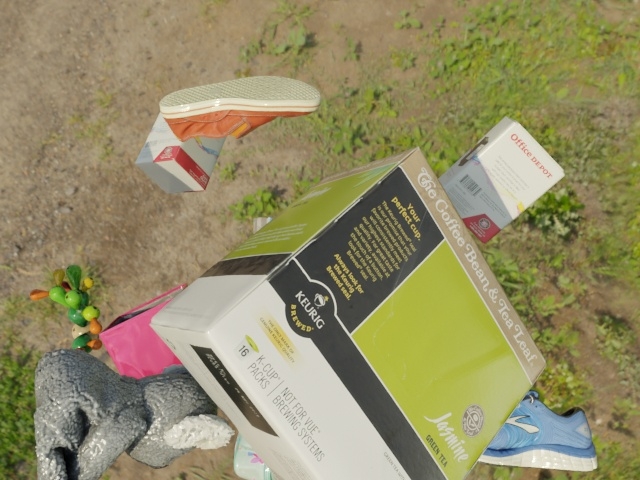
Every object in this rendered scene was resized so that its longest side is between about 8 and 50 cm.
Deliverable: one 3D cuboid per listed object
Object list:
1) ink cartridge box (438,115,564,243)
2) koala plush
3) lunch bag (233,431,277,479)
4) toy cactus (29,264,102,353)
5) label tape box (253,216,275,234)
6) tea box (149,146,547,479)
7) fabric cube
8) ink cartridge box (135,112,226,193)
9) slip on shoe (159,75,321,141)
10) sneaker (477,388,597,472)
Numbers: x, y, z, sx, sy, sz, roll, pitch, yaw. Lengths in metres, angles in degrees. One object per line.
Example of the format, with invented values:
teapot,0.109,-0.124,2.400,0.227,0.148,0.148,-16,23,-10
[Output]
ink cartridge box,0.297,-0.102,0.998,0.127,0.072,0.175,43,108,-10
koala plush,-0.229,0.224,0.733,0.221,0.203,0.196,-3,15,-22
lunch bag,-0.066,0.382,1.269,0.107,0.224,0.279,5,69,29
toy cactus,-0.461,0.158,1.113,0.112,0.180,0.219,-20,58,-21
label tape box,-0.019,0.000,1.409,0.249,0.347,0.115,1,94,-13
tea box,0.041,0.123,0.710,0.323,0.220,0.329,-40,105,-26
fabric cube,-0.469,0.311,1.784,0.254,0.259,0.258,-27,97,-4
ink cartridge box,-0.330,-0.221,1.415,0.128,0.127,0.176,-1,59,30
slip on shoe,-0.159,-0.264,1.203,0.331,0.101,0.123,-6,39,8
sneaker,0.364,0.362,1.145,0.329,0.130,0.147,5,73,-6
